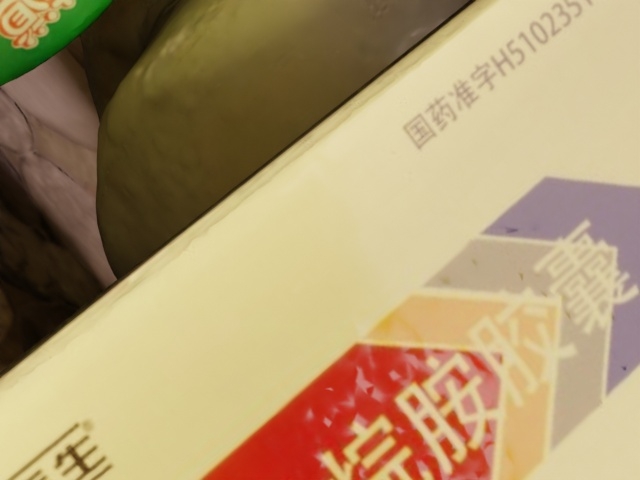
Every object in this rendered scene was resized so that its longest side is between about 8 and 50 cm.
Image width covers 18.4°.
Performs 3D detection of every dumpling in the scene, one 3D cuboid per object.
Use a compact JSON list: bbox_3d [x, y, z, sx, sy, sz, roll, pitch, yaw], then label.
[{"bbox_3d":[-0.005,-0.001,0.694,0.175,0.227,0.243,16,42,-30],"label":"dumpling"}]

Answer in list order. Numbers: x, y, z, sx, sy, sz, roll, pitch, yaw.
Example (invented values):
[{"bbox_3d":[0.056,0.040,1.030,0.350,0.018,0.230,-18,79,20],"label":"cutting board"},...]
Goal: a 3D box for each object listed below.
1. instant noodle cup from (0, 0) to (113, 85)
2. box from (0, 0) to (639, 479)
[{"bbox_3d":[-0.163,-0.185,0.699,0.207,0.207,0.233,43,14,-27],"label":"instant noodle cup"},{"bbox_3d":[0.042,0.069,0.540,0.353,0.069,0.214,-40,93,-29],"label":"box"}]
